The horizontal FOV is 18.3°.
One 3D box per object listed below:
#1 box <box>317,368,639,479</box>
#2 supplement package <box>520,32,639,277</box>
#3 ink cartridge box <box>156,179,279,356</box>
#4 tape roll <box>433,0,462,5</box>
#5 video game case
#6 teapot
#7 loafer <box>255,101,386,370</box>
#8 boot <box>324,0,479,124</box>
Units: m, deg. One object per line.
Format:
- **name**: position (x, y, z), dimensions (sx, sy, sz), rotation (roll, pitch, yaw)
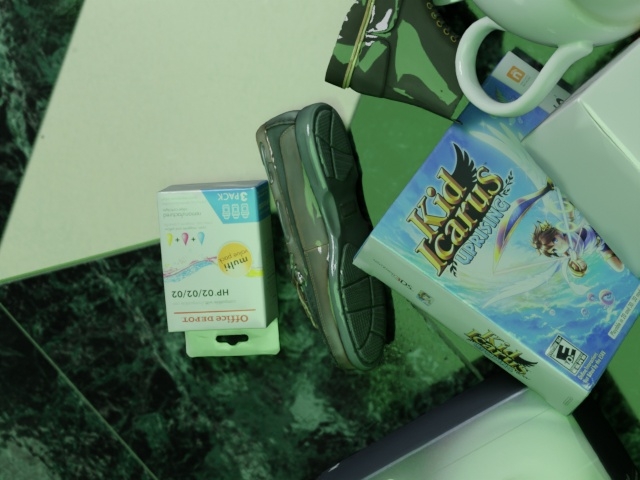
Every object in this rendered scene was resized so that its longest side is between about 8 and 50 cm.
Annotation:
- **box**: position (0.177, 0.304, 1.937), dimensions (0.296, 0.183, 0.294), rotation (-31, 91, 13)
- **supplement package**: position (0.357, -0.132, 1.775), dimensions (0.293, 0.177, 0.175), rotation (-41, 90, -15)
- **ink cartridge box**: position (-0.101, 0.034, 2.004), dimensions (0.104, 0.061, 0.181), rotation (-3, 99, 11)
- **tape roll**: position (0.108, -0.334, 1.901), dimensions (0.219, 0.072, 0.219), rotation (1, 99, 10)
- **video game case**: position (0.202, -0.012, 1.856), dimensions (0.244, 0.061, 0.269), rotation (35, 59, 4)
- **teapot**: position (0.192, -0.281, 1.764), dimensions (0.187, 0.256, 0.252), rotation (1, 131, 49)
- **loafer**: position (0.000, 0.000, 1.977), dimensions (0.084, 0.096, 0.267), rotation (-10, 90, 32)
- **boot**: position (0.101, -0.216, 1.846), dimensions (0.137, 0.077, 0.198), rotation (22, 96, 1)
